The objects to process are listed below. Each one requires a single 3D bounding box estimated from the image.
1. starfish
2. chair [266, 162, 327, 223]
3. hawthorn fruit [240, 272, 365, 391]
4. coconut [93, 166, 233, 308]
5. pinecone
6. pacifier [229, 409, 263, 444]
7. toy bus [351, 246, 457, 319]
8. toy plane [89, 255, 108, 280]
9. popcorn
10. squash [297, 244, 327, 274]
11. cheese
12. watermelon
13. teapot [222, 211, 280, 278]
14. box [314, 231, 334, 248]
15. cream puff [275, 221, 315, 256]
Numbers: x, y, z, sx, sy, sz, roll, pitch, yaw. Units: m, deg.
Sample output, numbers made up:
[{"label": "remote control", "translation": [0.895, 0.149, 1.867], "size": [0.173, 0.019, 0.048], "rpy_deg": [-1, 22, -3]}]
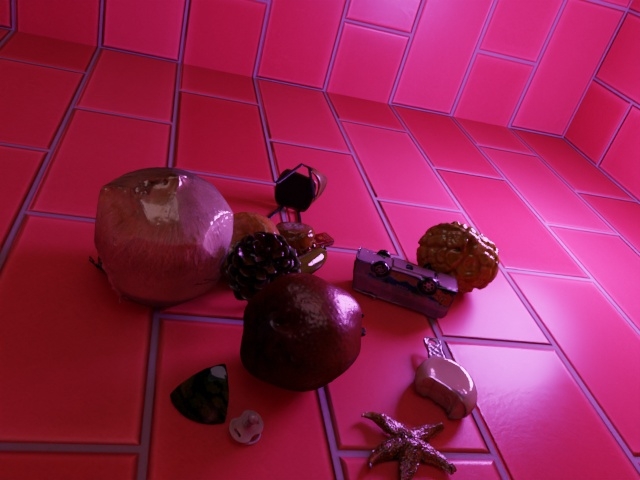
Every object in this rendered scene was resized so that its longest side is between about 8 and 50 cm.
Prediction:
[{"label": "starfish", "translation": [0.191, 0.458, 1.332], "size": [0.240, 0.043, 0.227], "rpy_deg": [29, 32, 24]}, {"label": "chair", "translation": [-0.076, -0.165, 2.074], "size": [0.172, 0.159, 0.247], "rpy_deg": [19, 32, -3]}, {"label": "hawthorn fruit", "translation": [-0.044, 0.212, 1.390], "size": [0.295, 0.295, 0.311], "rpy_deg": [27, 8, 16]}, {"label": "coconut", "translation": [-0.401, -0.030, 1.511], "size": [0.346, 0.360, 0.346], "rpy_deg": [14, 32, -9]}, {"label": "pinecone", "translation": [-0.146, 0.068, 1.517], "size": [0.207, 0.208, 0.208], "rpy_deg": [12, 31, -8]}, {"label": "pacifier", "translation": [-0.149, 0.391, 1.251], "size": [0.083, 0.064, 0.068], "rpy_deg": [-23, 66, -46]}, {"label": "toy bus", "translation": [0.247, 0.127, 1.796], "size": [0.316, 0.138, 0.112], "rpy_deg": [18, 26, 5]}, {"label": "toy plane", "translation": [-0.574, 0.070, 1.586], "size": [0.049, 0.031, 0.120], "rpy_deg": [-22, 46, -39]}, {"label": "popcorn", "translation": [0.443, 0.051, 1.929], "size": [0.270, 0.224, 0.257], "rpy_deg": [31, 16, 37]}, {"label": "squash", "translation": [-0.042, 0.074, 1.798], "size": [0.066, 0.066, 0.252], "rpy_deg": [32, 34, 23]}, {"label": "cheese", "translation": [0.331, 0.348, 1.545], "size": [0.163, 0.071, 0.249], "rpy_deg": [21, 31, 7]}, {"label": "watermelon", "translation": [-0.260, 0.331, 1.298], "size": [0.135, 0.125, 0.094], "rpy_deg": [-1, 1, 5]}, {"label": "teapot", "translation": [-0.199, 0.036, 1.711], "size": [0.311, 0.203, 0.167], "rpy_deg": [57, 2, 20]}, {"label": "box", "translation": [0.000, 0.000, 1.979], "size": [0.082, 0.023, 0.051], "rpy_deg": [-13, 41, -40]}, {"label": "cream puff", "translation": [-0.088, -0.001, 1.862], "size": [0.143, 0.103, 0.126], "rpy_deg": [3, 21, -22]}]
